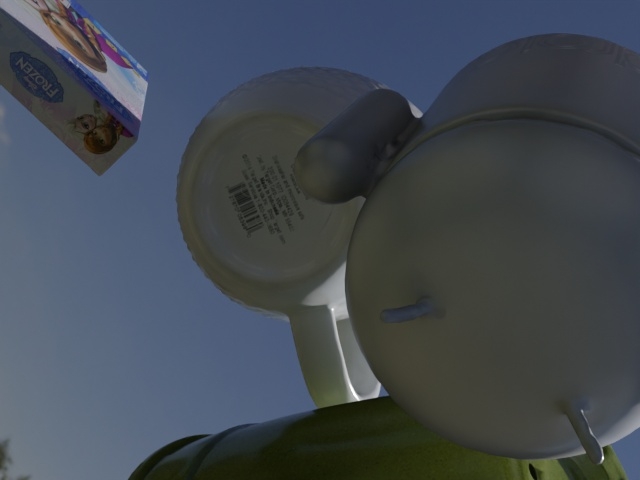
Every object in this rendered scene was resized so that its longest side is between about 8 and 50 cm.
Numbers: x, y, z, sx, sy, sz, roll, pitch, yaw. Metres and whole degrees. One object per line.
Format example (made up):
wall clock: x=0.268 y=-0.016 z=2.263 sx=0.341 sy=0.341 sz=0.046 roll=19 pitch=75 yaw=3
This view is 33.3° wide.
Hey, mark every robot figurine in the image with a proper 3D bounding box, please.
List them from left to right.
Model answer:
robot figurine: x=0.133 y=-0.005 z=0.657 sx=0.299 sy=0.353 sz=0.200 roll=22 pitch=-59 yaw=8

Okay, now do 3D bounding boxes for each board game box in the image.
board game box: x=-0.340 y=-0.251 z=1.257 sx=0.318 sy=0.066 sz=0.318 roll=44 pitch=11 yaw=-21

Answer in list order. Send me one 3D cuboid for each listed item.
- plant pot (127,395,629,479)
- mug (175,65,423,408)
plant pot: x=0.071 y=0.279 z=0.885 sx=0.353 sy=0.366 sz=0.367 roll=-29 pitch=-94 yaw=28
mug: x=0.000 y=0.000 z=1.131 sx=0.328 sy=0.276 sz=0.374 roll=-17 pitch=96 yaw=-78
